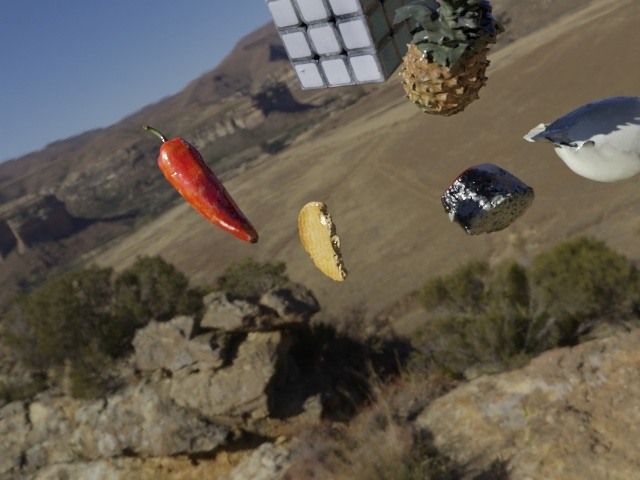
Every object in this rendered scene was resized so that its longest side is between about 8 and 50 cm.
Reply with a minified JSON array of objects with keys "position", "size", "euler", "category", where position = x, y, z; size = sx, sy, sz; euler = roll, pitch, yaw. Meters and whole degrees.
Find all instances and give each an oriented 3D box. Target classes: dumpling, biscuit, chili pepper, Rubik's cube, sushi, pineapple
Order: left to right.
[{"position":[-0.199,-0.094,1.177],"size":[0.071,0.272,0.063],"euler":[-37,-9,-34],"category":"chili pepper"},{"position":[0.001,-0.001,1.908],"size":[0.033,0.224,0.144],"euler":[-29,19,-32],"category":"biscuit"},{"position":[0.079,-0.628,2.020],"size":[0.304,0.305,0.301],"euler":[1,42,37],"category":"Rubik's cube"},{"position":[0.194,-0.311,1.100],"size":[0.170,0.141,0.310],"euler":[5,-19,3],"category":"pineapple"},{"position":[0.363,-0.088,1.555],"size":[0.225,0.126,0.136],"euler":[-16,-31,-53],"category":"sushi"},{"position":[0.537,-0.208,1.386],"size":[0.175,0.243,0.227],"euler":[-56,10,14],"category":"dumpling"}]
